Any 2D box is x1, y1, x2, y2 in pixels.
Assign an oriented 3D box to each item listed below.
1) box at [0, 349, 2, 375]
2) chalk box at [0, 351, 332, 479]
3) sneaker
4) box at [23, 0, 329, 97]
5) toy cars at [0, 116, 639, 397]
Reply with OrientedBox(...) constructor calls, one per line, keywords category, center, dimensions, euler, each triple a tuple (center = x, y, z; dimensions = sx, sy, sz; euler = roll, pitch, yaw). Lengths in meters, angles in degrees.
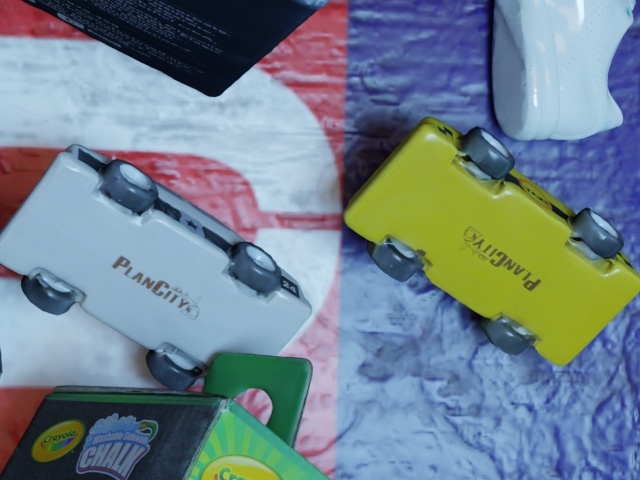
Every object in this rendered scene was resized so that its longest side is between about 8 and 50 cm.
OrientedBox(category="box", center=(-0.350, -0.027, 0.903), dimensions=(0.322, 0.079, 0.257), euler=(-4, 76, -24))
OrientedBox(category="chalk box", center=(-0.082, 0.196, 0.910), dimensions=(0.179, 0.180, 0.289), euler=(44, 61, -31))
OrientedBox(category="sneaker", center=(0.160, -0.170, 1.047), dimensions=(0.094, 0.080, 0.212), euler=(-2, 97, -19))
OrientedBox(category="box", center=(-0.042, -0.357, 0.812), dimensions=(0.297, 0.472, 0.480), euler=(28, 87, -6))
OrientedBox(category="toy cars", center=(0.000, 0.000, 1.010), dimensions=(0.394, 0.087, 0.176), euler=(-5, 119, -5))
